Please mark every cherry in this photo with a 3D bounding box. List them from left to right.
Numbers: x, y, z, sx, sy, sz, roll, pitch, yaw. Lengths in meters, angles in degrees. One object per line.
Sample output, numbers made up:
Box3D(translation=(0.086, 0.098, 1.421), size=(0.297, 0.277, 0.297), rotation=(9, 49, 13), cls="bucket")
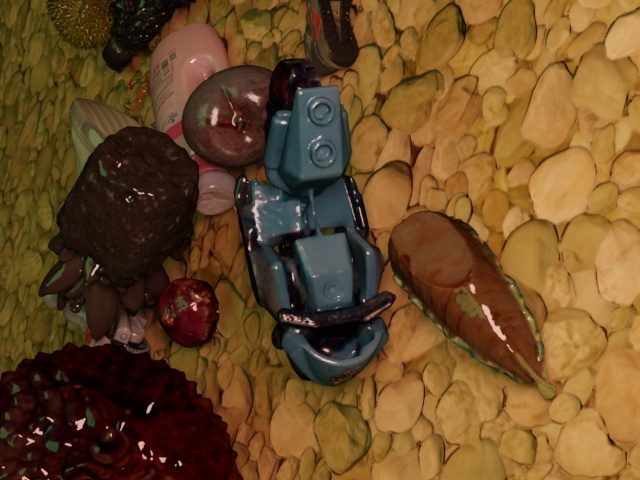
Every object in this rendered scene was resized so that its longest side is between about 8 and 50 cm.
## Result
Box3D(translation=(-0.123, -0.182, 1.624), size=(0.176, 0.140, 0.176), rotation=(-26, 22, 12), cls="cherry")

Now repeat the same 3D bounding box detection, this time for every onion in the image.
Box3D(translation=(-0.200, 0.107, 1.658), size=(0.107, 0.097, 0.107), rotation=(8, 102, 43), cls="onion")

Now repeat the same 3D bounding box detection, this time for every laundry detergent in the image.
Box3D(translation=(-0.194, -0.191, 1.771), size=(0.159, 0.087, 0.335), rotation=(-35, 51, 26), cls="laundry detergent")

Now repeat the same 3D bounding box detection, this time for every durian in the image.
Box3D(translation=(-0.458, -0.457, 2.154), size=(0.146, 0.159, 0.198), rotation=(-41, 47, 29), cls="durian")

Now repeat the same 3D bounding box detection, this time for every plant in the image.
Box3D(translation=(-0.299, -0.002, 1.653), size=(0.181, 0.194, 0.321), rotation=(38, 130, 17), cls="plant")

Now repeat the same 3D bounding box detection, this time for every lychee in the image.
Box3D(translation=(-0.294, 0.337, 1.439), size=(0.500, 0.424, 0.425), rotation=(129, 143, -61), cls="lychee")

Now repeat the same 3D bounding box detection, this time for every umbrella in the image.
Box3D(translation=(-0.308, -0.443, 1.991), size=(0.336, 0.128, 0.154), rotation=(-32, 53, 46), cls="umbrella")

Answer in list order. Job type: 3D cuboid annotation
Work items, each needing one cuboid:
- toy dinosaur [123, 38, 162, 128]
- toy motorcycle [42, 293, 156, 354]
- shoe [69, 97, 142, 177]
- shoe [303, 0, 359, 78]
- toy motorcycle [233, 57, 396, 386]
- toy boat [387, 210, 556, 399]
Box3D(translation=(-0.264, -0.264, 1.935), size=(0.212, 0.057, 0.142), rotation=(33, 84, 41), cls="toy dinosaur")
Box3D(translation=(-0.375, 0.108, 1.820), size=(0.110, 0.170, 0.260), rotation=(-61, 36, 18), cls="toy motorcycle")
Box3D(translation=(-0.363, -0.100, 1.926), size=(0.160, 0.131, 0.363), rotation=(-59, 44, 23), cls="shoe")
Box3D(translation=(0.002, -0.318, 1.583), size=(0.077, 0.074, 0.195), rotation=(-35, 52, 46), cls="shoe")
Box3D(translation=(0.000, 0.000, 1.323), size=(0.232, 0.172, 0.416), rotation=(-133, 39, -63), cls="toy motorcycle")
Box3D(translation=(0.159, 0.055, 1.216), size=(0.108, 0.099, 0.293), rotation=(-39, 42, 2), cls="toy boat")
